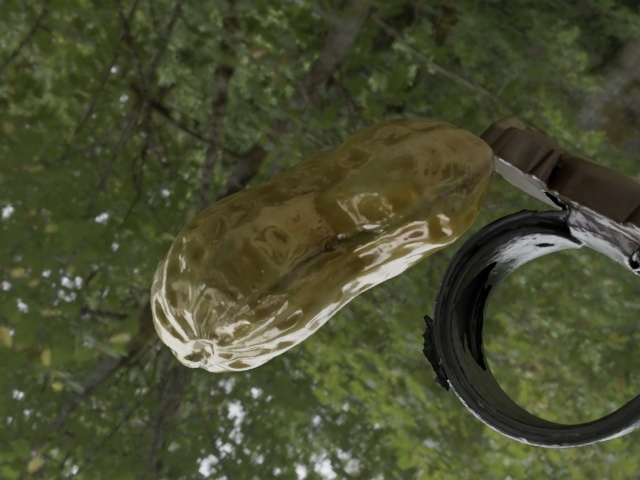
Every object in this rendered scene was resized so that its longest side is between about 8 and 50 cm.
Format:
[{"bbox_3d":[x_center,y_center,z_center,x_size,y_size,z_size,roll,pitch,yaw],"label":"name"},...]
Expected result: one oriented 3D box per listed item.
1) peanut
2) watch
[{"bbox_3d":[0.000,0.000,0.795,0.147,0.306,0.147,60,-178,-3],"label":"peanut"},{"bbox_3d":[0.284,0.072,1.194,0.335,0.326,0.314,33,-176,25],"label":"watch"}]
